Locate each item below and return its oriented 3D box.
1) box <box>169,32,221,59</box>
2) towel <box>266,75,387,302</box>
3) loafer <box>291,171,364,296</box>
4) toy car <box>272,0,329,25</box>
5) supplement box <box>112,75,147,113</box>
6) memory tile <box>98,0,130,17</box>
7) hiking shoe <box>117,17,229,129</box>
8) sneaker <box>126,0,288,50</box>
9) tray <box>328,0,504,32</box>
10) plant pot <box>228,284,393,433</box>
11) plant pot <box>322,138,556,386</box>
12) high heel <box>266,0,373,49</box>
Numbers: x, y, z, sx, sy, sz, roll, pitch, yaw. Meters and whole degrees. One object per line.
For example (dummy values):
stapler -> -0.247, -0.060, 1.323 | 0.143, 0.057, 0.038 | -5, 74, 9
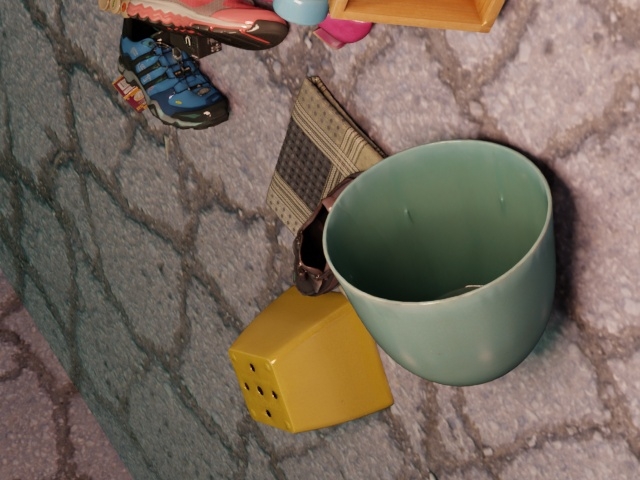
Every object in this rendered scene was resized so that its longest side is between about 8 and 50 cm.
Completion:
box -> -0.214, -0.356, 2.112 | 0.083, 0.052, 0.062 | 33, 138, 39
towel -> 0.045, -0.057, 1.968 | 0.324, 0.056, 0.312 | 51, 145, 24
loafer -> 0.000, 0.000, 1.928 | 0.109, 0.095, 0.302 | 55, 146, 17
toy car -> 0.005, -0.430, 1.594 | 0.238, 0.210, 0.219 | 53, 140, 40
supplement box -> -0.347, -0.282, 2.336 | 0.043, 0.055, 0.083 | 50, 180, 20
memory tile -> -0.355, -0.476, 2.212 | 0.113, 0.012, 0.148 | 27, 110, 46
hiking shoe -> -0.270, -0.300, 2.181 | 0.304, 0.113, 0.132 | 38, 143, 36
sneaker -> -0.179, -0.391, 1.974 | 0.314, 0.116, 0.136 | 18, 93, 33
tray -> 0.154, -0.404, 1.362 | 0.411, 0.203, 0.076 | 112, 157, -52
plant pot -> -0.032, 0.218, 2.155 | 0.212, 0.187, 0.212 | 7, 118, 55
plant pot -> 0.175, 0.050, 1.629 | 0.293, 0.293, 0.235 | 32, 154, 42
high heel -> -0.035, -0.360, 1.739 | 0.244, 0.082, 0.117 | 42, 160, -11
